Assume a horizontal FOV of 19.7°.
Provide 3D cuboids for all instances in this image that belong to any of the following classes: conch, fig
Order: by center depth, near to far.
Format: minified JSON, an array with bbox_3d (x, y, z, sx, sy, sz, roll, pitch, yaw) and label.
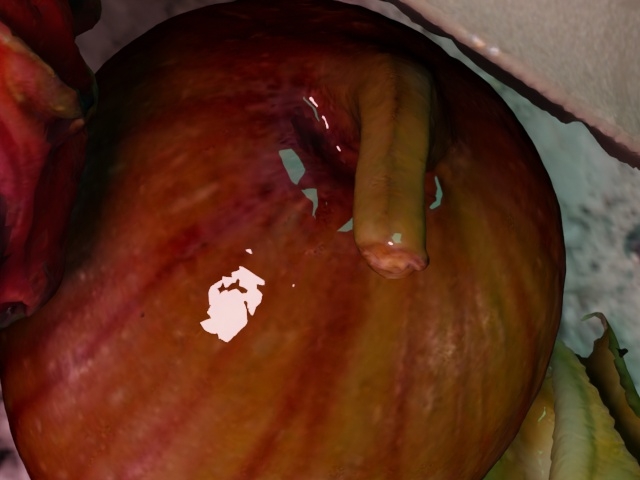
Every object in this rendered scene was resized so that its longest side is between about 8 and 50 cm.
[{"bbox_3d":[-0.001,-0.003,0.510,0.175,0.207,0.175,12,50,-15],"label":"fig"},{"bbox_3d":[0.082,0.102,0.583,0.095,0.079,0.201,-1,42,-19],"label":"conch"}]

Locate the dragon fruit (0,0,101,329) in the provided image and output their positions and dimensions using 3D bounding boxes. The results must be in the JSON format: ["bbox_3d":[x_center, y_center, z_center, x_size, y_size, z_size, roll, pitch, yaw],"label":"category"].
[{"bbox_3d":[-0.166,-0.022,0.423,0.193,0.274,0.192,56,1,-20],"label":"dragon fruit"}]

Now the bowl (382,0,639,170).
[{"bbox_3d":[0.024,-0.156,0.565,0.313,0.146,0.313,32,6,-4],"label":"bowl"}]
